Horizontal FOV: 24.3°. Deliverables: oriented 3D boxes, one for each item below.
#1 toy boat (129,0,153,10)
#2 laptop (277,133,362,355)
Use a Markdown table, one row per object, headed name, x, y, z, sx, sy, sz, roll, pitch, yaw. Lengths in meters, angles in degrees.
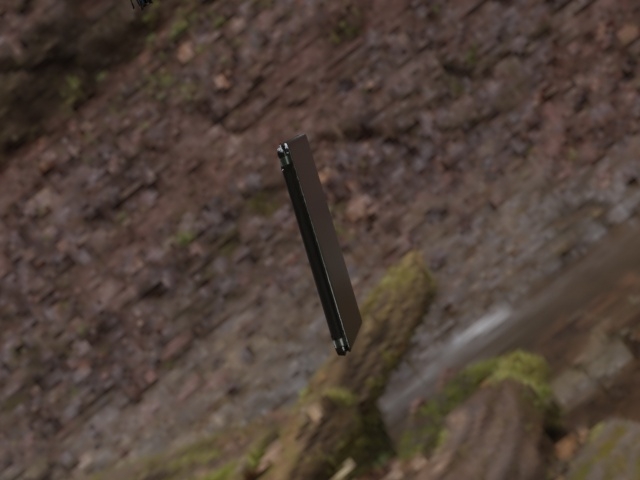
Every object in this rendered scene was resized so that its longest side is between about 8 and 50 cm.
| name | x | y | z | sx | sy | sz | roll | pitch | yaw |
| --- | --- | --- | --- | --- | --- | --- | --- | --- | --- |
| toy boat | -0.089 | -0.187 | 0.603 | 0.066 | 0.210 | 0.084 | -12 | -18 | -2 |
| laptop | 0.000 | 0.000 | 1.253 | 0.016 | 0.180 | 0.129 | -15 | 6 | 8 |
